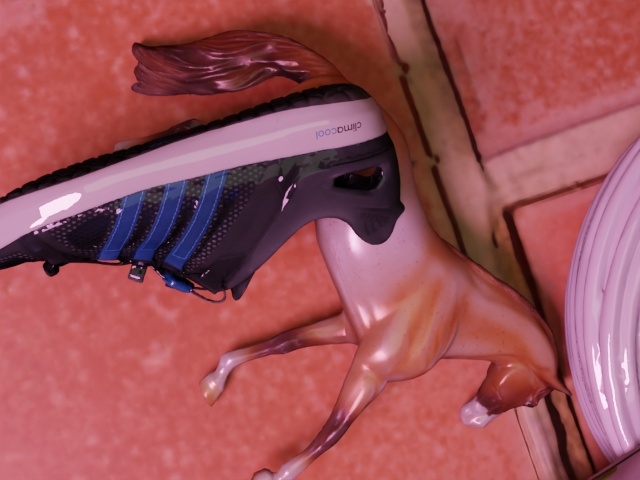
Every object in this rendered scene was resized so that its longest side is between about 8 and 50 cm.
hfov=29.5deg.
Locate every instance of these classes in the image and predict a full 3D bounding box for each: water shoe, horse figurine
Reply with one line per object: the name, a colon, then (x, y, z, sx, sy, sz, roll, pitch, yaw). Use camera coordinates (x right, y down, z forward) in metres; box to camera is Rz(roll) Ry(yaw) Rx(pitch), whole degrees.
water shoe: (-0.063, -0.005, 0.538, 0.203, 0.073, 0.080, -17, 101, 5)
horse figurine: (0.000, 0.000, 0.605, 0.174, 0.066, 0.263, -26, 93, -2)

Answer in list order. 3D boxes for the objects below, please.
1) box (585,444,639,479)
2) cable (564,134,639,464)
box: (0.199, 0.242, 0.564, 0.290, 0.087, 0.169, 44, 122, -3)
cable: (0.248, 0.037, 0.626, 0.257, 0.089, 0.257, -18, 91, -10)
